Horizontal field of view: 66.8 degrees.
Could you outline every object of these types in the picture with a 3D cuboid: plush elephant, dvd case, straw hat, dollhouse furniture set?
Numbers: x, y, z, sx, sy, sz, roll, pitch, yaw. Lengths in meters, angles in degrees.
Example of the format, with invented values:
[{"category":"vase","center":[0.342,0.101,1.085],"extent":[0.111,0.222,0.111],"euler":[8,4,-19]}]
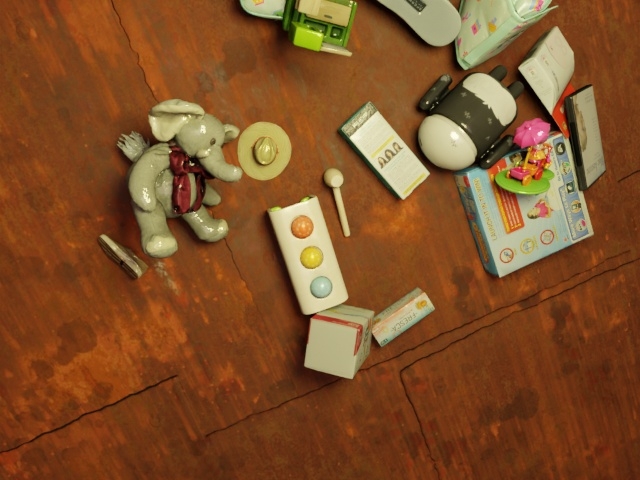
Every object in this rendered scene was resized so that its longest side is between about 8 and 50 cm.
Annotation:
[{"category":"plush elephant","center":[-0.283,-0.164,1.064],"extent":[0.255,0.271,0.330],"euler":[-35,80,22]},{"category":"dvd case","center":[0.718,-0.280,1.310],"extent":[0.180,0.022,0.253],"euler":[-30,109,-41]},{"category":"straw hat","center":[-0.135,-0.219,1.189],"extent":[0.144,0.061,0.145],"euler":[-2,100,-10]},{"category":"dollhouse furniture set","center":[0.036,-0.546,0.973],"extent":[0.151,0.198,0.302],"euler":[6,120,-18]}]

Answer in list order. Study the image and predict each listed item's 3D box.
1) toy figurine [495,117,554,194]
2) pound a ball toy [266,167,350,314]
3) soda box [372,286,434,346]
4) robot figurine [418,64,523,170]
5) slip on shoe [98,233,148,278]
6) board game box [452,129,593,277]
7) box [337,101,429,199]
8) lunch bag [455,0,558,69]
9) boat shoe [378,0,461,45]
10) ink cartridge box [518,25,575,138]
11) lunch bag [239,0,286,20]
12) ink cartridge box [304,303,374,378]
[{"category":"toy figurine","center":[0.517,-0.216,1.171],"extent":[0.173,0.130,0.159],"euler":[-21,129,-28]},{"category":"pound a ball toy","center":[0.000,0.000,1.214],"extent":[0.208,0.136,0.319],"euler":[-18,103,-7]},{"category":"soda box","center":[0.218,0.208,1.329],"extent":[0.183,0.058,0.063],"euler":[-34,104,-3]},{"category":"robot figurine","center":[0.373,-0.304,1.219],"extent":[0.278,0.209,0.173],"euler":[-46,141,-1]},{"category":"slip on shoe","center":[-0.477,0.033,1.178],"extent":[0.135,0.051,0.041],"euler":[45,49,-6]},{"category":"board game box","center":[0.557,-0.101,1.328],"extent":[0.301,0.086,0.309],"euler":[-23,103,-6]},{"category":"box","center":[0.162,-0.227,1.244],"extent":[0.100,0.060,0.244],"euler":[-44,104,-2]},{"category":"lunch bag","center":[0.428,-0.549,1.129],"extent":[0.160,0.223,0.263],"euler":[24,75,-14]},{"category":"boat shoe","center":[0.191,-0.627,1.143],"extent":[0.367,0.157,0.136],"euler":[31,126,-26]},{"category":"ink cartridge box","center":[0.626,-0.413,1.262],"extent":[0.232,0.066,0.189],"euler":[46,57,-10]},{"category":"lunch bag","center":[-0.070,-0.631,1.076],"extent":[0.223,0.108,0.279],"euler":[1,121,-16]},{"category":"ink cartridge box","center":[0.053,0.246,1.228],"extent":[0.127,0.176,0.128],"euler":[9,100,17]}]
